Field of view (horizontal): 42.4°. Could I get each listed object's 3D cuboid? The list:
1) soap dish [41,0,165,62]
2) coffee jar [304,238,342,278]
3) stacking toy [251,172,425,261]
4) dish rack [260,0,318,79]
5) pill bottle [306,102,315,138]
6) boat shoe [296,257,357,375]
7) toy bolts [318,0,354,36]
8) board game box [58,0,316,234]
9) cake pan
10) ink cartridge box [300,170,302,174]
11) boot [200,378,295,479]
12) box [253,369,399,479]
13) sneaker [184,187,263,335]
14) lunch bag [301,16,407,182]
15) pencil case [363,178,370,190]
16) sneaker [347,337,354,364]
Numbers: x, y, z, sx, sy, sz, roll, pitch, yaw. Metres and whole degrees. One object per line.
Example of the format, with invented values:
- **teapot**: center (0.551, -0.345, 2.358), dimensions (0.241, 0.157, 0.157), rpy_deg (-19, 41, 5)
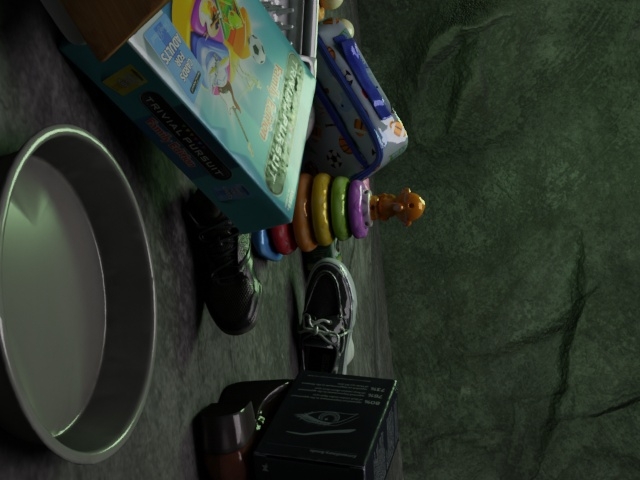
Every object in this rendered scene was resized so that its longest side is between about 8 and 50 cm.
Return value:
- **soap dish**: center (-0.193, -0.335, 0.706), dimensions (0.290, 0.118, 0.229), rpy_deg (62, 32, -27)
- **coffee jar**: center (0.000, 0.000, 1.859), dimensions (0.096, 0.079, 0.184), rpy_deg (-46, 128, -75)
- **stacking toy**: center (0.034, -0.057, 1.460), dimensions (0.166, 0.302, 0.175), rpy_deg (28, 60, -77)
- **dish rack**: center (-0.113, -0.353, 1.164), dimensions (0.286, 0.072, 0.332), rpy_deg (-1, 96, -51)
- **pill bottle**: center (-0.087, -0.189, 1.370), dimensions (0.229, 0.131, 0.131), rpy_deg (-67, 149, -70)
- **boat shoe**: center (0.003, 0.191, 1.691), dimensions (0.105, 0.113, 0.306), rpy_deg (-16, 115, -73)
- **toy bolts**: center (-0.009, -0.466, 1.867), dimensions (0.228, 0.159, 0.218), rpy_deg (17, 67, -78)
- **board game box**: center (-0.131, -0.208, 0.982), dimensions (0.336, 0.079, 0.253), rpy_deg (48, 39, -43)
- **cake pan**: center (-0.223, 0.047, 0.722), dimensions (0.293, 0.054, 0.293), rpy_deg (-7, 90, -80)
- **ink cartridge box**: center (-0.004, -0.181, 1.734), dimensions (0.154, 0.093, 0.212), rpy_deg (-47, -146, 50)
- **boot**: center (-0.083, 0.350, 1.178), dimensions (0.264, 0.096, 0.280), rpy_deg (-30, 114, -79)
- **box**: center (0.015, 0.282, 1.139), dimensions (0.207, 0.153, 0.108), rpy_deg (-53, 143, -60)
- **sneaker**: center (-0.136, 0.012, 1.130), dimensions (0.130, 0.087, 0.227), rpy_deg (60, 23, -61)
- **lunch bag**: center (0.015, -0.247, 1.514), dimensions (0.115, 0.243, 0.303), rpy_deg (-31, 90, -35)
- **pencil case**: center (0.052, -0.144, 1.816), dimensions (0.098, 0.095, 0.209), rpy_deg (-43, -140, 43)
- **sneaker**: center (0.038, 0.223, 1.967), dimensions (0.094, 0.080, 0.212), rpy_deg (-52, 137, -59)
